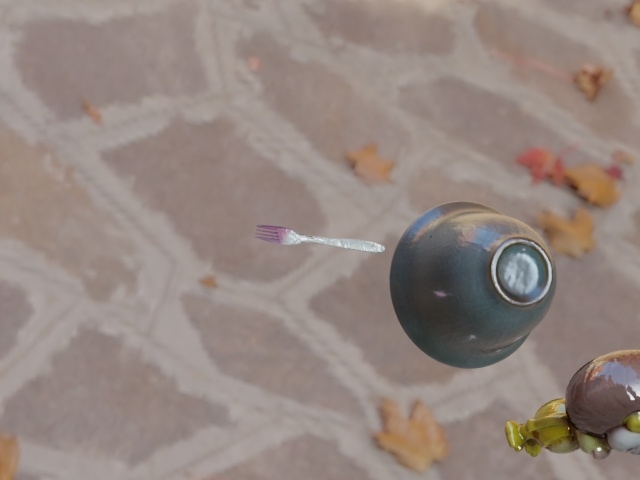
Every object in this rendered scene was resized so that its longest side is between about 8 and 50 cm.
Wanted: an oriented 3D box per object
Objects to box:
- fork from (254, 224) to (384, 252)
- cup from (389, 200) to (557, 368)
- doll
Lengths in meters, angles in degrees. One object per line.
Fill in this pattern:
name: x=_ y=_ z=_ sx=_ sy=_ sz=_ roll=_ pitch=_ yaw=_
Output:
fork: x=0.000 y=0.000 z=1.603 sx=0.115 sy=0.016 sz=0.012 roll=9 pitch=13 yaw=-4
cup: x=0.198 y=0.044 z=2.102 sx=0.199 sy=0.150 sz=0.199 roll=3 pitch=82 yaw=-21
doll: x=0.276 y=0.167 z=1.743 sx=0.145 sy=0.188 sz=0.096 roll=9 pitch=58 yaw=-29
